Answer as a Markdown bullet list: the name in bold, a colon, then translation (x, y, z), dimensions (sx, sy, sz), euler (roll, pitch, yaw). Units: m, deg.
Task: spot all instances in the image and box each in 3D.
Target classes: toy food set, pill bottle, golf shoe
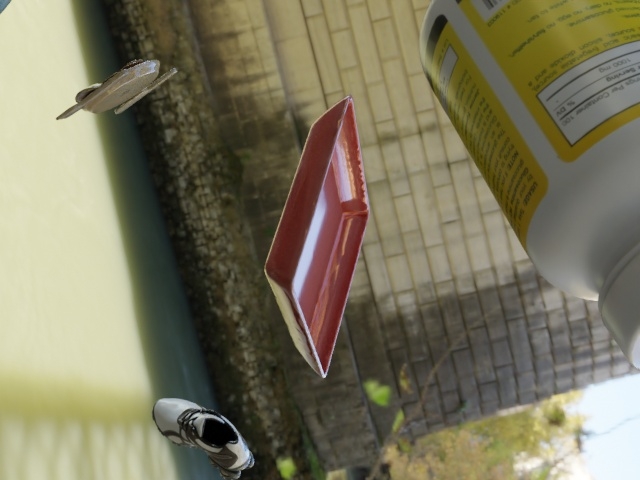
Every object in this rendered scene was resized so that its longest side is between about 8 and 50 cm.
- **toy food set**: translation (-0.279, -0.214, 1.079), dimensions (0.038, 0.132, 0.192), euler (57, 14, -5)
- **pill bottle**: translation (0.216, -0.078, 0.606), dimensions (0.188, 0.188, 0.334), euler (70, 0, -53)
- **golf shoe**: translation (-0.186, 0.286, 1.240), dimensions (0.077, 0.198, 0.094), euler (-45, 148, -36)

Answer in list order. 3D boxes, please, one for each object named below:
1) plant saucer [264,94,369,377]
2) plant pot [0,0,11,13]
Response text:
- **plant saucer**: translation (0.000, 0.000, 0.959), dimensions (0.259, 0.047, 0.258), euler (74, 29, -58)
- **plant pot**: translation (-0.540, -0.353, 1.025), dimensions (0.196, 0.293, 0.293), euler (-62, -172, 17)
